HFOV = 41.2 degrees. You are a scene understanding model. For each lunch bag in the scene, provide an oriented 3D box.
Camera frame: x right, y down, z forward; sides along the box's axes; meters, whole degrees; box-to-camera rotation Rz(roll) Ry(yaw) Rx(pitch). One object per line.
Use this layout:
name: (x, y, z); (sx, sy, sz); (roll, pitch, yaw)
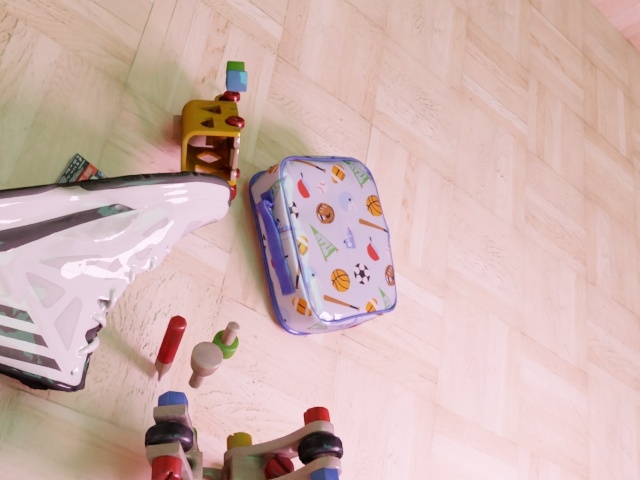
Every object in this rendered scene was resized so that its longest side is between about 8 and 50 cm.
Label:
lunch bag: (0.000, 0.000, 1.420); (0.243, 0.115, 0.303); (-6, 78, -43)

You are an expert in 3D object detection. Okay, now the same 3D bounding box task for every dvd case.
dvd case: (-0.319, -0.056, 1.205); (0.119, 0.013, 0.087); (40, 49, -23)

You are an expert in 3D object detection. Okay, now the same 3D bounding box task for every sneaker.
sneaker: (-0.295, 0.050, 1.101); (0.447, 0.169, 0.257); (-12, 98, -44)

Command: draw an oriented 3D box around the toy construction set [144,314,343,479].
toy construction set: (-0.140, 0.281, 1.127); (0.257, 0.237, 0.309); (-13, 60, -32)

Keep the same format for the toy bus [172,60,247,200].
toy bus: (-0.176, -0.169, 1.321); (0.104, 0.202, 0.191); (2, 76, -11)
